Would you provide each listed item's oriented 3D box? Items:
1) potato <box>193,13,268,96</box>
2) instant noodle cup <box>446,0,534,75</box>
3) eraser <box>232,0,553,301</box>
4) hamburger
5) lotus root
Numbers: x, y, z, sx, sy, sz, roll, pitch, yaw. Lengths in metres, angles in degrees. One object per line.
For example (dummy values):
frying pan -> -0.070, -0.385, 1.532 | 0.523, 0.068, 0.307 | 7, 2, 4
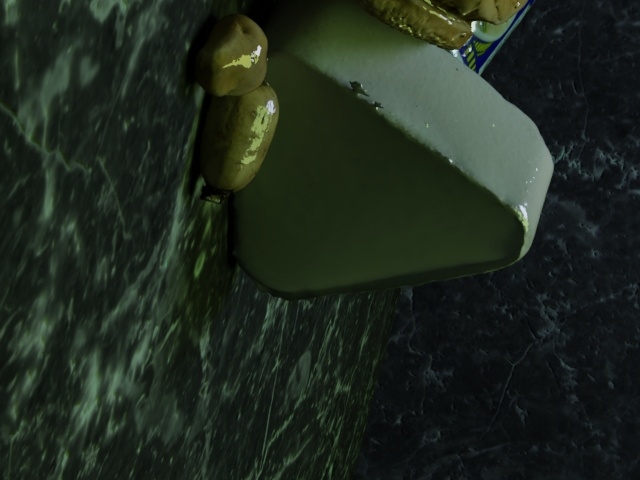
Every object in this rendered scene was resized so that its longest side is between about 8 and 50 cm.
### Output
potato -> -0.076, -0.154, 1.321 | 0.083, 0.062, 0.068 | -31, 106, -41
instant noodle cup -> 0.122, -0.293, 1.722 | 0.284, 0.284, 0.312 | 91, 24, -54
eraser -> 0.026, -0.069, 1.574 | 0.331, 0.331, 0.150 | 95, 12, -45
hamburger -> 0.082, -0.276, 1.438 | 0.146, 0.286, 0.243 | -47, -150, 20
lotus root -> -0.071, -0.103, 1.394 | 0.072, 0.063, 0.152 | -17, 124, -68
